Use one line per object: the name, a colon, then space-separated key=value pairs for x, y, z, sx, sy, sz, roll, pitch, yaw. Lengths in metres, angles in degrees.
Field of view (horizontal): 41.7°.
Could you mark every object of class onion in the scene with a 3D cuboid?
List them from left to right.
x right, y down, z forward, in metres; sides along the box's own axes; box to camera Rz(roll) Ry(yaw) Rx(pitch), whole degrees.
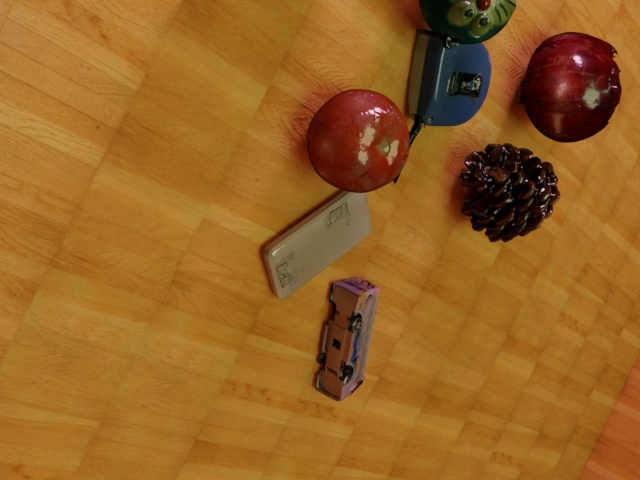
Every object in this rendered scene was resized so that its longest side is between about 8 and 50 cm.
onion: x=0.615 y=-0.380 z=2.082 sx=0.276 sy=0.276 sz=0.276 roll=-21 pitch=122 yaw=-37

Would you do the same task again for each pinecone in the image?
pinecone: x=0.458 y=-0.122 z=2.044 sx=0.243 sy=0.243 sz=0.257 roll=-47 pitch=145 yaw=-18

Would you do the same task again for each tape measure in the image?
tape measure: x=0.274 y=-0.295 z=1.888 sx=0.215 sy=0.098 sz=0.351 roll=-9 pitch=117 yaw=-41

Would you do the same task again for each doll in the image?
doll: x=0.316 y=-0.534 z=1.705 sx=0.198 sy=0.186 sz=0.322 roll=29 pitch=82 yaw=-19

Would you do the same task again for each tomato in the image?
tomato: x=0.070 y=-0.198 z=1.663 sx=0.208 sy=0.184 sz=0.208 roll=-14 pitch=113 yaw=-36

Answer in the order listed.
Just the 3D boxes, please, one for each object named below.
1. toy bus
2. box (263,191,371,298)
toy bus: x=0.063 y=0.226 z=1.931 sx=0.112 sy=0.090 sz=0.274 roll=-15 pitch=120 yaw=-50
box: x=0.000 y=0.000 z=1.794 sx=0.285 sy=0.044 sz=0.142 roll=-36 pitch=133 yaw=-27
